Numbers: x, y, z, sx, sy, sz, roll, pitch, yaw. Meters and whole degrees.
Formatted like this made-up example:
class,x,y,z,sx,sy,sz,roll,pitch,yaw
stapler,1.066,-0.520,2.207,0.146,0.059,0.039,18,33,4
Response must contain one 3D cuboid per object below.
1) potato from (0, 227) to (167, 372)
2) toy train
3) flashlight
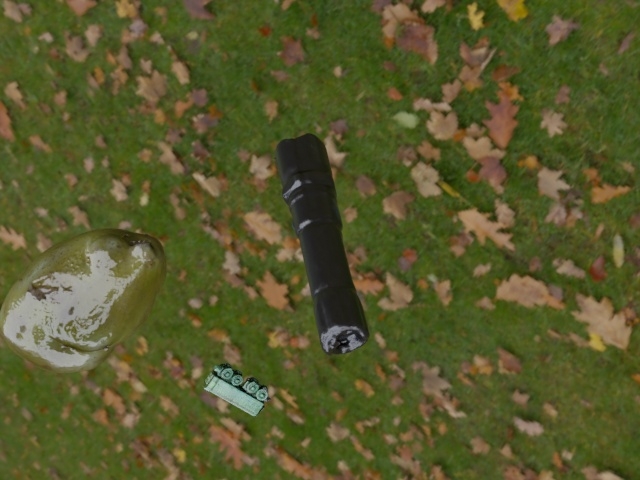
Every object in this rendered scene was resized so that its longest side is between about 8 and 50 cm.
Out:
class,x,y,z,sx,sy,sz,roll,pitch,yaw
potato,-0.414,0.096,1.504,0.351,0.203,0.218,-39,109,25
toy train,-0.171,0.310,1.769,0.148,0.071,0.038,34,-172,-23
flashlight,0.000,0.000,1.404,0.103,0.424,0.103,-8,144,-6
